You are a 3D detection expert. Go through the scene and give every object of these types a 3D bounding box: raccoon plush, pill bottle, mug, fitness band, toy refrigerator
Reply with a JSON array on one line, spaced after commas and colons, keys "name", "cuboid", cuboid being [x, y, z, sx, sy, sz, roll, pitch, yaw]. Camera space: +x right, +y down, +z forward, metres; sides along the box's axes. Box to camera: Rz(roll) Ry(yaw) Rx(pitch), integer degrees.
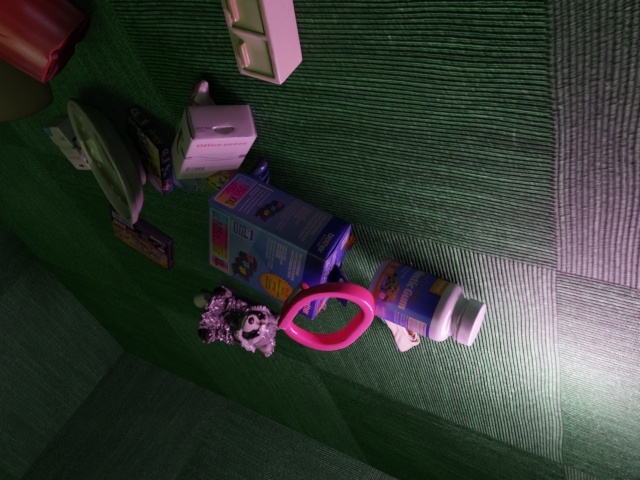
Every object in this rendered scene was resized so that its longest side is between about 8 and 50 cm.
[{"name": "raccoon plush", "cuboid": [-0.288, 0.314, 2.411, 0.299, 0.216, 0.446, 19, 180, 1]}, {"name": "pill bottle", "cuboid": [0.265, 0.159, 1.549, 0.272, 0.152, 0.152, 20, 148, 24]}, {"name": "mug", "cuboid": [-0.474, 0.239, 2.551, 0.064, 0.078, 0.062, -25, 83, 48]}, {"name": "fitness band", "cuboid": [0.013, 0.190, 1.544, 0.209, 0.054, 0.291, 19, 140, -14]}, {"name": "toy refrigerator", "cuboid": [-0.116, -0.427, 1.132, 0.102, 0.094, 0.270, 22, 149, 22]}]

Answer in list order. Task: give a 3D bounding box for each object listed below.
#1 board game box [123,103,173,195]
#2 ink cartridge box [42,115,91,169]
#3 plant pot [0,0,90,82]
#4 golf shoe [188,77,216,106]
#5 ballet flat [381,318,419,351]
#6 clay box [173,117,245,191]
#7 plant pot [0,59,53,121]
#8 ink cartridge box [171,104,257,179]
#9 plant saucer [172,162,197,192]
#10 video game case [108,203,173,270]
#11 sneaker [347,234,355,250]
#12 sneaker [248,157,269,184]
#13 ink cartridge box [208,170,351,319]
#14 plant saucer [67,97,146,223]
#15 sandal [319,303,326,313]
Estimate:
[{"name": "board game box", "cuboid": [-0.494, -0.256, 1.787, 0.165, 0.042, 0.243, 47, 154, 13]}, {"name": "ink cartridge box", "cuboid": [-0.825, -0.323, 2.059, 0.104, 0.060, 0.180, 7, 141, 39]}, {"name": "plant pot", "cuboid": [-0.712, -0.531, 1.454, 0.265, 0.272, 0.272, 35, 152, -18]}, {"name": "golf shoe", "cuboid": [-0.277, -0.323, 1.498, 0.085, 0.068, 0.186, 11, 153, -6]}, {"name": "ballet flat", "cuboid": [0.231, 0.231, 1.784, 0.086, 0.086, 0.248, 11, 145, 36]}, {"name": "clay box", "cuboid": [-0.319, -0.225, 1.686, 0.222, 0.053, 0.127, 37, 152, -5]}, {"name": "plant pot", "cuboid": [-1.000, -0.472, 1.888, 0.284, 0.191, 0.284, 25, 149, 17]}, {"name": "ink cartridge box", "cuboid": [-0.263, -0.235, 1.493, 0.218, 0.158, 0.092, -39, 62, 61]}, {"name": "plant saucer", "cuboid": [-0.415, -0.195, 1.864, 0.119, 0.021, 0.119, 25, 149, 16]}, {"name": "video game case", "cuboid": [-0.697, -0.012, 2.419, 0.274, 0.035, 0.248, 32, 151, 4]}, {"name": "sneaker", "cuboid": [0.000, 0.000, 1.678, 0.221, 0.083, 0.087, -20, 114, 46]}, {"name": "sneaker", "cuboid": [-0.156, -0.168, 1.605, 0.059, 0.053, 0.144, 38, 160, -4]}, {"name": "ink cartridge box", "cuboid": [-0.085, 0.027, 1.586, 0.395, 0.151, 0.270, 25, 141, 12]}, {"name": "plant saucer", "cuboid": [-0.615, -0.245, 1.841, 0.400, 0.100, 0.401, 45, 151, 33]}, {"name": "sandal", "cuboid": [-0.099, 0.143, 1.987, 0.120, 0.086, 0.302, -11, 143, 45]}]
